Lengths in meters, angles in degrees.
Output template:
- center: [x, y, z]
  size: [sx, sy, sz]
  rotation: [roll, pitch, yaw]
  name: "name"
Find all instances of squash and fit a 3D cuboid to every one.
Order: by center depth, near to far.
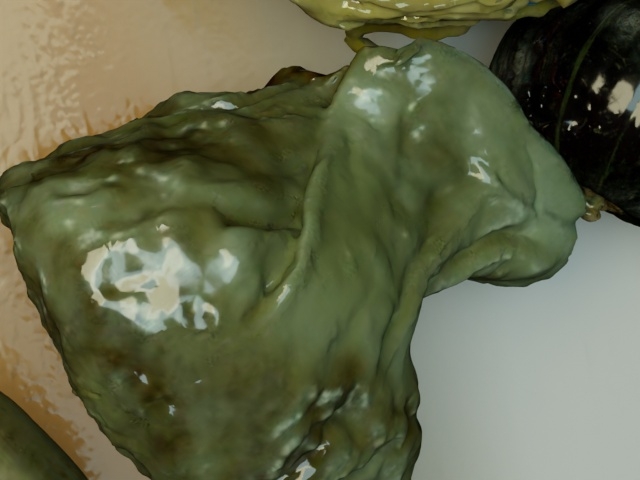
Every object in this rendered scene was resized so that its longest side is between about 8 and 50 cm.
- center: [0.202, -0.084, 1.073]
  size: [0.193, 0.193, 0.155]
  rotation: [20, 71, -12]
  name: "squash"

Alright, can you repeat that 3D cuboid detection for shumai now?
- center: [0.000, 0.000, 0.963]
  size: [0.288, 0.330, 0.292]
  rotation: [-31, 55, 9]
  name: "shumai"

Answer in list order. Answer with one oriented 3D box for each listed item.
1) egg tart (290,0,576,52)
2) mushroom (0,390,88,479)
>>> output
- center: [0.056, -0.302, 1.017]
  size: [0.388, 0.169, 0.387]
  rotation: [0, 89, -15]
  name: "egg tart"
- center: [-0.286, 0.224, 0.952]
  size: [0.352, 0.260, 0.352]
  rotation: [1, 87, -11]
  name: "mushroom"
